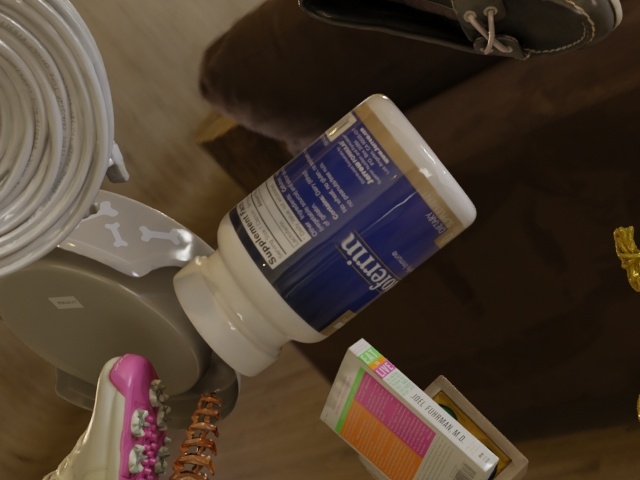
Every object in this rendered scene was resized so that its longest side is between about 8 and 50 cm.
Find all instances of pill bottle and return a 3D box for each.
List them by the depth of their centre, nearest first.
[{"bbox_3d":[0.000,0.000,0.874,0.264,0.153,0.153,-39,19,8],"label":"pill bottle"}]

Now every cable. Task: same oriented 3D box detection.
[{"bbox_3d":[-0.274,-0.086,0.647,0.257,0.257,0.089,-19,33,-13],"label":"cable"}]

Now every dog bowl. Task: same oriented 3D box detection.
[{"bbox_3d":[-0.237,0.077,1.047,0.348,0.348,0.102,-24,35,43],"label":"dog bowl"}]

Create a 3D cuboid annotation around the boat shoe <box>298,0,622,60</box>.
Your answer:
[{"bbox_3d":[0.113,-0.215,0.862,0.335,0.112,0.095,28,73,41],"label":"boat shoe"}]

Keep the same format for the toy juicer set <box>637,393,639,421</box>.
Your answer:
[{"bbox_3d":[0.264,0.194,0.619,0.089,0.209,0.329,-3,30,35],"label":"toy juicer set"}]

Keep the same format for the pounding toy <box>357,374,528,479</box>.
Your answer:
[{"bbox_3d":[0.137,0.281,0.971,0.181,0.206,0.094,-43,-23,-7],"label":"pounding toy"}]

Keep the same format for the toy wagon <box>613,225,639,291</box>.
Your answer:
[{"bbox_3d":[0.459,-0.031,0.894,0.344,0.267,0.068,-20,0,5],"label":"toy wagon"}]

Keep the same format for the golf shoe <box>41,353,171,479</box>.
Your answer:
[{"bbox_3d":[-0.223,0.246,0.894,0.115,0.140,0.306,-52,-28,-70],"label":"golf shoe"}]

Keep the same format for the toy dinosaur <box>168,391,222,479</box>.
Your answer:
[{"bbox_3d":[-0.079,0.314,0.855,0.218,0.322,0.164,-5,14,-12],"label":"toy dinosaur"}]

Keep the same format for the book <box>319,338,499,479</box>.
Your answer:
[{"bbox_3d":[0.069,0.158,0.756,0.035,0.144,0.096,-31,-29,-35],"label":"book"}]
